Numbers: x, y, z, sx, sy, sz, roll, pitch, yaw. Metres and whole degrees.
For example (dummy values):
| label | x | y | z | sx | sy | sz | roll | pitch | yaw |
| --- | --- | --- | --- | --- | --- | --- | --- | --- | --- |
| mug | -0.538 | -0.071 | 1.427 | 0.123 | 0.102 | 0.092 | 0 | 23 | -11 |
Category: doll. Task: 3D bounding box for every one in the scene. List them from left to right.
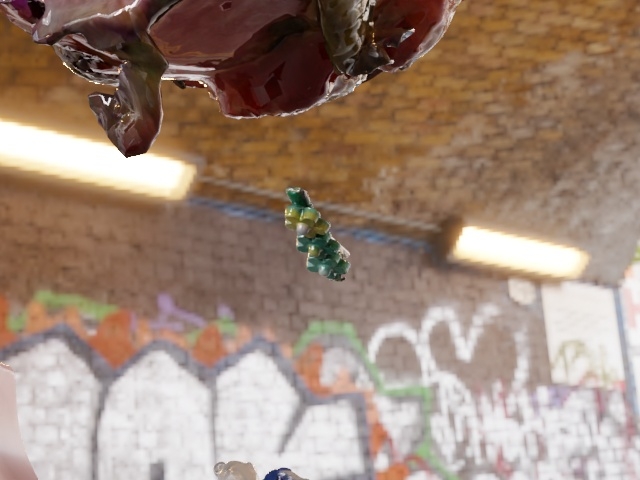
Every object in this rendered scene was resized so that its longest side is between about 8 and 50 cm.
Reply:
| label | x | y | z | sx | sy | sz | roll | pitch | yaw |
| --- | --- | --- | --- | --- | --- | --- | --- | --- | --- |
| doll | -0.042 | 0.300 | 1.418 | 0.227 | 0.114 | 0.057 | 35 | -6 | 39 |

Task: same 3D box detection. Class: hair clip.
| label | x | y | z | sx | sy | sz | roll | pitch | yaw |
| --- | --- | --- | --- | --- | --- | --- | --- | --- | --- |
| hair clip | 0.001 | 0.001 | 1.267 | 0.049 | 0.049 | 0.173 | -8 | -27 | 14 |

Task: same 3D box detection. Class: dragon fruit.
| label | x | y | z | sx | sy | sz | roll | pitch | yaw |
| --- | --- | --- | --- | --- | --- | --- | --- | --- | --- |
| dragon fruit | -0.045 | -0.192 | 0.657 | 0.296 | 0.314 | 0.263 | 27 | 0 | 27 |

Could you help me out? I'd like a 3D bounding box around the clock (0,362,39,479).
| label | x | y | z | sx | sy | sz | roll | pitch | yaw |
| --- | --- | --- | --- | --- | --- | --- | --- | --- | --- |
| clock | -0.246 | 0.225 | 0.982 | 0.275 | 0.290 | 0.080 | -11 | -18 | 17 |
